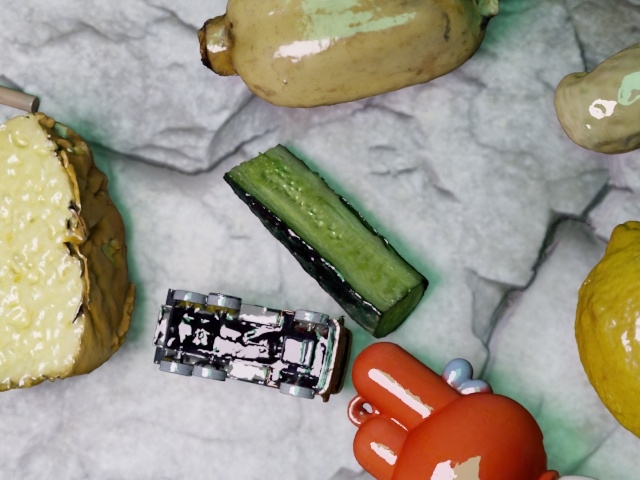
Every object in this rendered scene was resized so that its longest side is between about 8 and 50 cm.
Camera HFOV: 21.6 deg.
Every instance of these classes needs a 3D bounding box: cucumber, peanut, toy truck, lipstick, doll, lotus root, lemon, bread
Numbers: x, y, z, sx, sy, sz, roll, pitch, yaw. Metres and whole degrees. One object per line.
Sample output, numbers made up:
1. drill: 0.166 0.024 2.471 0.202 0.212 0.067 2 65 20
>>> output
1. cucumber: 0.001 0.001 1.587 0.211 0.062 0.078 42 57 18
2. peanut: 0.343 -0.131 1.513 0.263 0.101 0.117 1 64 11
3. toy truck: -0.066 0.096 1.570 0.192 0.092 0.083 9 84 20
4. lipstick: -0.328 -0.148 1.683 0.094 0.019 0.019 16 86 12
5. doll: 0.132 0.208 1.499 0.290 0.130 0.161 37 93 18
6. lotus root: 0.022 -0.210 1.562 0.284 0.146 0.160 -12 63 12
7. lemon: 0.320 0.082 1.446 0.192 0.192 0.231 -33 71 5
8. bread: -0.263 0.021 1.591 0.160 0.147 0.260 -21 73 17
